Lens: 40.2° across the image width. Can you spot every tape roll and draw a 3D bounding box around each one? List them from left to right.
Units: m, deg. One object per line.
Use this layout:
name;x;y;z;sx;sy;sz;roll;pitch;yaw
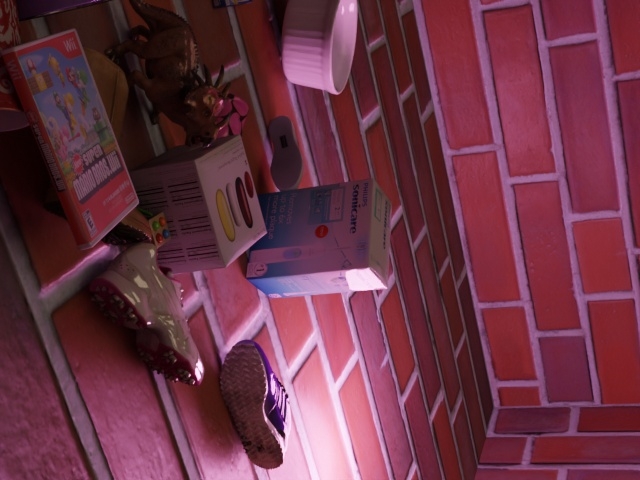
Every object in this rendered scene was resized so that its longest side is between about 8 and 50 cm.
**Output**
tape roll;-0.377;-0.383;1.294;0.189;0.189;0.080;-45;124;-61

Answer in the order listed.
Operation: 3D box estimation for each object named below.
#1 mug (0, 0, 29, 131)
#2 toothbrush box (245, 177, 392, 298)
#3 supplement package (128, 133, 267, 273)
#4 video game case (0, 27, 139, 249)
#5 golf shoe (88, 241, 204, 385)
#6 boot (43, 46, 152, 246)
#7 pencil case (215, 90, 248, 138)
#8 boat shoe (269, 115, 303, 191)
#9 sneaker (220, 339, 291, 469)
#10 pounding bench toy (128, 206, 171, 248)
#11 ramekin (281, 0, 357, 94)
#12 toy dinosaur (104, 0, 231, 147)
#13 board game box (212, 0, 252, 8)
mug;-0.460;-0.244;1.172;0.150;0.113;0.169;11;71;-68
toothbrush box;0.000;0.000;1.944;0.126;0.295;0.216;46;44;-56
supplement package;-0.223;-0.068;1.625;0.194;0.149;0.203;-46;126;-61
video game case;-0.350;-0.152;1.258;0.204;0.025;0.285;-69;144;-68
golf shoe;-0.266;0.131;1.499;0.140;0.115;0.306;-61;142;-33
boot;-0.346;-0.148;1.440;0.236;0.089;0.269;42;46;-58
pencil case;-0.194;-0.199;1.802;0.098;0.095;0.209;14;70;-28
boat shoe;-0.079;-0.191;2.061;0.076;0.080;0.228;65;9;-52
sneaker;-0.126;0.321;1.837;0.146;0.102;0.293;-58;141;-61
pounding bench toy;-0.306;-0.031;1.530;0.052;0.065;0.083;-45;125;-61
ramekin;-0.002;-0.511;2.186;0.277;0.135;0.277;9;90;-78
toy dinosaur;-0.255;-0.309;1.546;0.127;0.200;0.296;-29;111;-65
board game box;-0.214;-0.619;1.926;0.136;0.035;0.201;-41;122;-62
